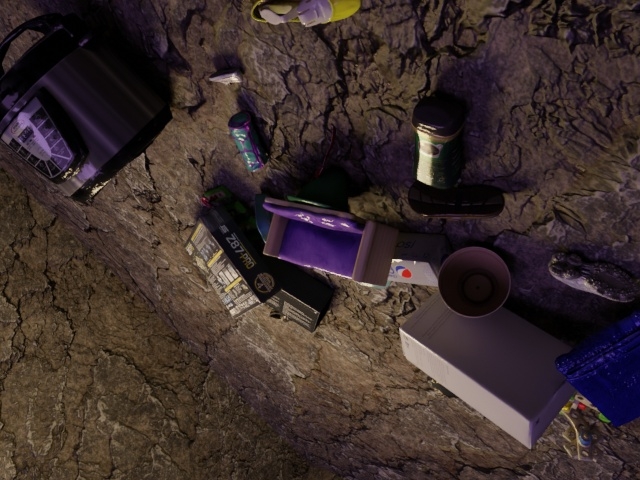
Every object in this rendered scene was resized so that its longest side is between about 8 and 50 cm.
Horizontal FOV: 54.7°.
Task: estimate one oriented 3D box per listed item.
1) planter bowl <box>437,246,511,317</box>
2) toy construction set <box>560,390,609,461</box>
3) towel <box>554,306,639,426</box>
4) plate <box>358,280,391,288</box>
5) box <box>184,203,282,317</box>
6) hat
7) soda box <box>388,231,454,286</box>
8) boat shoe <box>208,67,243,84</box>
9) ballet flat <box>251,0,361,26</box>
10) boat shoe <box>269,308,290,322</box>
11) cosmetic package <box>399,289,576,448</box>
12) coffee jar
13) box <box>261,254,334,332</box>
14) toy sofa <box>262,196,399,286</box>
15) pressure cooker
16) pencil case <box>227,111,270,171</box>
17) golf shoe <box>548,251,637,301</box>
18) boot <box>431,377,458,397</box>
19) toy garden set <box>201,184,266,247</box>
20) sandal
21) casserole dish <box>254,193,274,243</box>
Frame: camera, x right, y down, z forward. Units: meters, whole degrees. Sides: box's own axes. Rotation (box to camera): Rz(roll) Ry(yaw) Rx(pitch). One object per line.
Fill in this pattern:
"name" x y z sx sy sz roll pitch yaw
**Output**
"planter bowl" 0.363 0.105 1.442 0.162 0.162 0.109 22 175 24
"toy construction set" 0.671 0.416 1.577 0.215 0.151 0.328 21 137 25
"towel" 0.666 0.249 1.248 0.227 0.076 0.308 43 120 -11
"plate" 0.117 0.083 1.784 0.188 0.024 0.188 26 150 16
"box" -0.296 0.082 1.990 0.318 0.097 0.395 53 157 0
"hat" 0.027 -0.167 1.511 0.172 0.184 0.208 14 180 -28
"soda box" 0.191 0.041 1.565 0.286 0.098 0.091 4 138 43
"boat shoe" -0.220 -0.379 1.450 0.100 0.035 0.035 2 134 36
"ballet flat" -0.035 -0.426 1.136 0.230 0.077 0.077 14 144 33
"boat shoe" -0.129 0.284 2.315 0.152 0.049 0.056 4 138 43
"cosmetic package" 0.404 0.281 1.490 0.385 0.217 0.156 36 156 36
"coffee jar" 0.228 -0.191 1.203 0.096 0.079 0.184 24 150 25
"box" -0.099 0.173 2.067 0.261 0.103 0.184 31 153 9
"toy sofa" 0.000 0.000 1.544 0.177 0.150 0.362 15 180 -44
"pressure cooker" -0.650 -0.353 1.605 0.420 0.370 0.375 48 166 -19
"pencil case" -0.181 -0.249 1.568 0.070 0.064 0.152 33 156 40
"golf shoe" 0.562 0.079 1.284 0.176 0.069 0.086 26 170 22
"boot" 0.398 0.424 1.927 0.236 0.085 0.178 46 152 -18
"toy garden set" -0.293 -0.057 1.986 0.244 0.049 0.203 48 149 -22
"sandal" 0.288 -0.081 1.322 0.219 0.090 0.060 6 162 32
"casserole dish" -0.143 -0.059 1.738 0.037 0.188 0.114 -22 130 10
